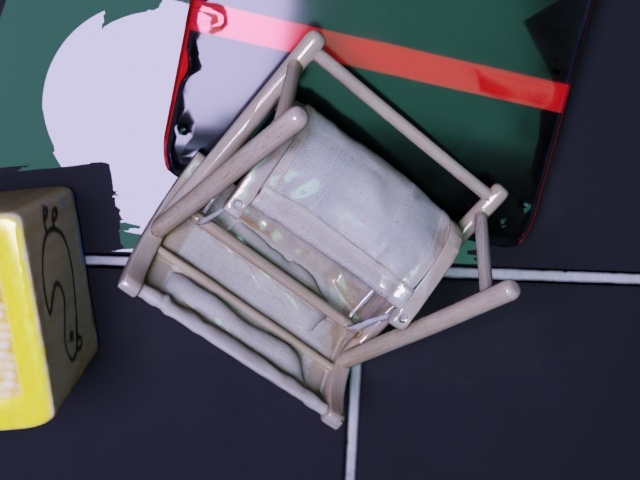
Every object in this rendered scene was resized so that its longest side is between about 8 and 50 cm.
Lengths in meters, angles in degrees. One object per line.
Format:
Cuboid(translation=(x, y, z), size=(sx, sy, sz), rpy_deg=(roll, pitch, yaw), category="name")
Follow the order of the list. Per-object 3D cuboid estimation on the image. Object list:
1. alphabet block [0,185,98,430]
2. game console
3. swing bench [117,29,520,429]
Cuboid(translation=(-0.331, 0.059, 0.822), size=(0.194, 0.197, 0.192), rpy_deg=(-8, 102, -1), category="alphabet block")
Cuboid(translation=(0.061, -0.190, 0.868), size=(0.387, 0.060, 0.341), rpy_deg=(12, 106, -4), category="game console")
Cuboid(translation=(0.000, 0.000, 0.816), size=(0.253, 0.165, 0.255), rpy_deg=(37, 123, -19), category="swing bench")
